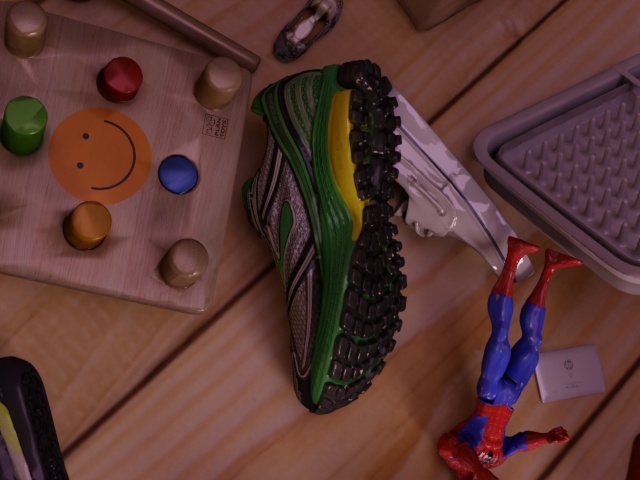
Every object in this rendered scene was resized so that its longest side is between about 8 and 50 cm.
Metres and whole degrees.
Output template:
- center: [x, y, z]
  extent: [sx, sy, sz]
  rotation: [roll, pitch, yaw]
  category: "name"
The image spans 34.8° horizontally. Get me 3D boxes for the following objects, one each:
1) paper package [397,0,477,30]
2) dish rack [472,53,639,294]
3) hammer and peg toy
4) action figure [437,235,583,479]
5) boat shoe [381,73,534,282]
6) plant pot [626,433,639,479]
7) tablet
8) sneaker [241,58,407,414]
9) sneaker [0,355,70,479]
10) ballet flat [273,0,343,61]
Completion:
- center: [0.157, -0.448, 1.153]
  extent: [0.309, 0.168, 0.325]
  rotation: [-33, 89, -24]
  category: "paper package"
- center: [0.362, -0.074, 1.123]
  extent: [0.332, 0.072, 0.285]
  rotation: [-25, 49, -23]
  category: "dish rack"
- center: [-0.189, -0.126, 0.967]
  extent: [0.265, 0.127, 0.362]
  rotation: [14, 72, -15]
  category: "hammer and peg toy"
- center: [0.196, 0.149, 0.997]
  extent: [0.091, 0.139, 0.281]
  rotation: [16, 96, -26]
  category: "action figure"
- center: [0.116, -0.048, 1.078]
  extent: [0.088, 0.096, 0.267]
  rotation: [-40, 98, 4]
  category: "boat shoe"
- center: [0.469, 0.351, 1.014]
  extent: [0.267, 0.236, 0.267]
  rotation: [23, 70, -13]
  category: "plant pot"
- center: [0.274, 0.146, 1.124]
  extent: [0.083, 0.006, 0.054]
  rotation: [-6, 78, -21]
  category: "tablet"
- center: [0.000, 0.000, 1.017]
  extent: [0.134, 0.146, 0.344]
  rotation: [6, 83, -61]
  category: "sneaker"
- center: [-0.276, 0.216, 0.889]
  extent: [0.097, 0.084, 0.235]
  rotation: [-15, 80, 2]
  category: "sneaker"
- center: [-0.007, -0.239, 1.109]
  extent: [0.041, 0.041, 0.114]
  rotation: [41, 67, -5]
  category: "ballet flat"
